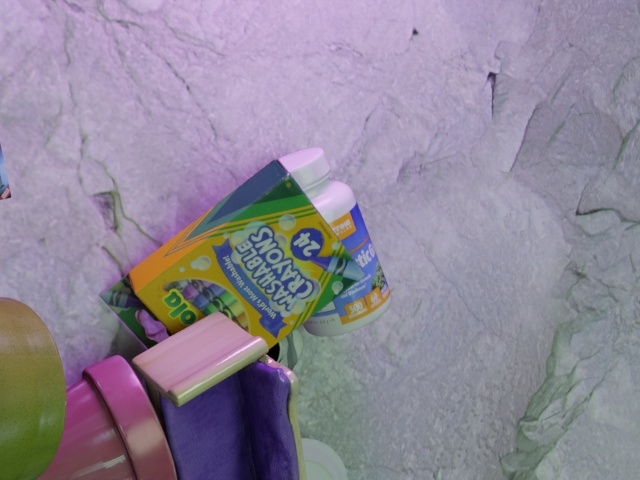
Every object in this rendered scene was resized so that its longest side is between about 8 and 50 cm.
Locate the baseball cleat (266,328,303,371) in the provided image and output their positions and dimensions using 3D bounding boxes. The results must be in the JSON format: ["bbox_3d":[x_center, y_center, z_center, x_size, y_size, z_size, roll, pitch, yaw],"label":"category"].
[{"bbox_3d":[-0.088,0.226,1.716,0.109,0.072,0.205,-19,126,-60],"label":"baseball cleat"}]

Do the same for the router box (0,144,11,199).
[{"bbox_3d":[-0.470,-0.088,1.464,0.122,0.038,0.092,-16,100,-37],"label":"router box"}]

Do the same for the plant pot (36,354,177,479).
[{"bbox_3d":[-0.314,0.280,1.510,0.180,0.201,0.201,-23,105,-20],"label":"plant pot"}]

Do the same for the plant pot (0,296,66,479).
[{"bbox_3d":[-0.497,0.188,1.281,0.353,0.367,0.366,-1,91,-51],"label":"plant pot"}]

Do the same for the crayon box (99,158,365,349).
[{"bbox_3d":[-0.125,0.064,1.623,0.323,0.083,0.203,-38,117,0],"label":"crayon box"}]

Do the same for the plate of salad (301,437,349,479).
[{"bbox_3d":[-0.043,0.412,1.805,0.200,0.048,0.199,-3,95,-29],"label":"plate of salad"}]

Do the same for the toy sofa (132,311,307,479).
[{"bbox_3d":[-0.126,0.298,1.563,0.150,0.177,0.362,-28,131,-28],"label":"toy sofa"}]

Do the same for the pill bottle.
[{"bbox_3d":[0.000,0.000,1.769,0.152,0.152,0.272,-33,111,-34],"label":"pill bottle"}]
